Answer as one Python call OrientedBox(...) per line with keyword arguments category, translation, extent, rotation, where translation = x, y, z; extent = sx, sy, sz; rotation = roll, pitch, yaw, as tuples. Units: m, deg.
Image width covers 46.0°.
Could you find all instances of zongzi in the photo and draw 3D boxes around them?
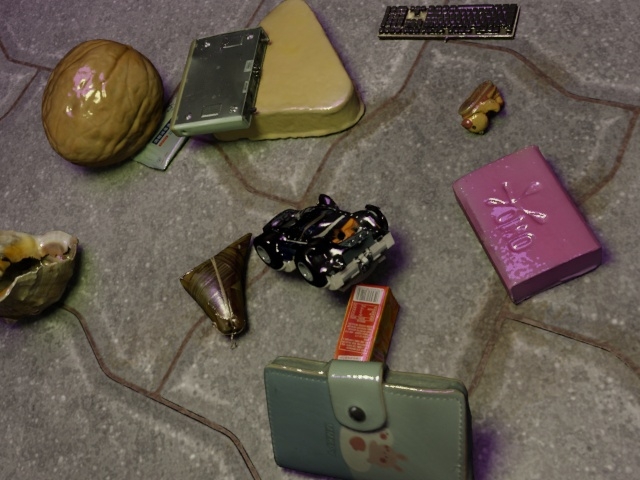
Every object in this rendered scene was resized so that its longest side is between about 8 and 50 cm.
OrientedBox(category="zongzi", translation=(-0.166, 0.092, 1.544), extent=(0.184, 0.084, 0.187), rotation=(-36, 63, -13))

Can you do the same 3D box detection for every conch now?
OrientedBox(category="conch", translation=(-0.653, 0.081, 1.662), extent=(0.263, 0.186, 0.324), rotation=(-22, 30, -7))

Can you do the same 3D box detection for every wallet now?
OrientedBox(category="wallet", translation=(0.074, 0.307, 1.246), extent=(0.361, 0.252, 0.083), rotation=(3, 28, 22))

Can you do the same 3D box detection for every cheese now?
OrientedBox(category="cheese", translation=(-0.060, -0.357, 1.730), extent=(0.384, 0.104, 0.383), rotation=(-9, 60, 16))

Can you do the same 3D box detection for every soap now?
OrientedBox(category="soap", translation=(0.379, -0.033, 1.400), extent=(0.181, 0.081, 0.259), rotation=(-24, 57, 6))

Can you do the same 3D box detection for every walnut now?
OrientedBox(category="walnut", translation=(-0.522, -0.321, 1.787), extent=(0.313, 0.252, 0.277), rotation=(-58, 40, 7))

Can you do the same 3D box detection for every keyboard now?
OrientedBox(category="keyboard", translation=(0.288, -0.499, 1.725), extent=(0.317, 0.027, 0.106), rotation=(6, 64, 23))

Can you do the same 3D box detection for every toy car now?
OrientedBox(category="toy car", translation=(0.000, 0.001, 1.466), extent=(0.193, 0.118, 0.301), rotation=(-38, 27, -24))

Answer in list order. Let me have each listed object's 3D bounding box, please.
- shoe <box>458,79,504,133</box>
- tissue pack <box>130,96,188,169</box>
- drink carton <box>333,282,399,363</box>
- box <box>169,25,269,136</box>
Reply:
OrientedBox(category="shoe", translation=(0.337, -0.275, 1.557), extent=(0.072, 0.069, 0.109), rotation=(-22, 34, 53))
OrientedBox(category="tissue pack", translation=(-0.369, -0.258, 1.836), extent=(0.123, 0.026, 0.193), rotation=(27, 74, 31))
OrientedBox(category="drink carton", translation=(0.077, 0.197, 1.378), extent=(0.071, 0.096, 0.222), rotation=(6, 64, 23))
OrientedBox(category="box", translation=(-0.225, -0.363, 1.708), extent=(0.211, 0.045, 0.270), rotation=(-3, 61, 23))
